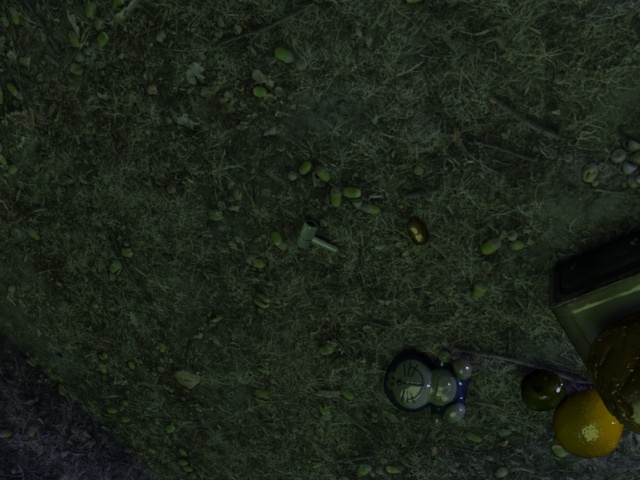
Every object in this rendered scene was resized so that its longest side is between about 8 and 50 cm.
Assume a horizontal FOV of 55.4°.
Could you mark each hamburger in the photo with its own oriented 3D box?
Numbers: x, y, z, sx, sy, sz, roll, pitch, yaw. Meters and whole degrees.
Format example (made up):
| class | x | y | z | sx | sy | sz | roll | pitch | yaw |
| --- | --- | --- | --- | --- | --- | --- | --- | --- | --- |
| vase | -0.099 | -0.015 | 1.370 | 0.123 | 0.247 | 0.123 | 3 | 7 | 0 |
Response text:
| class | x | y | z | sx | sy | sz | roll | pitch | yaw |
| --- | --- | --- | --- | --- | --- | --- | --- | --- | --- |
| hamburger | 0.731 | 0.275 | 1.300 | 0.285 | 0.265 | 0.134 | -34 | 145 | 15 |

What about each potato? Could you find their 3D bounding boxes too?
| class | x | y | z | sx | sy | sz | roll | pitch | yaw |
| --- | --- | --- | --- | --- | --- | --- | --- | --- | --- |
| potato | 0.276 | -0.024 | 1.734 | 0.051 | 0.040 | 0.083 | -27 | 98 | 7 |

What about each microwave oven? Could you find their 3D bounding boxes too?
| class | x | y | z | sx | sy | sz | roll | pitch | yaw |
| --- | --- | --- | --- | --- | --- | --- | --- | --- | --- |
| microwave oven | 0.814 | 0.148 | 1.488 | 0.394 | 0.247 | 0.333 | -28 | 101 | 30 |

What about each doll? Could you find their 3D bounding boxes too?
| class | x | y | z | sx | sy | sz | roll | pitch | yaw |
| --- | --- | --- | --- | --- | --- | --- | --- | --- | --- |
| doll | 0.327 | 0.446 | 1.892 | 0.259 | 0.154 | 0.228 | 7 | 85 | 11 |

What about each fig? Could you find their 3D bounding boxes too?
| class | x | y | z | sx | sy | sz | roll | pitch | yaw |
| --- | --- | --- | --- | --- | --- | --- | --- | --- | --- |
| fig | 0.648 | 0.457 | 1.788 | 0.123 | 0.123 | 0.156 | 5 | 126 | 19 |

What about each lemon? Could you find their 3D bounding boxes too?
| class | x | y | z | sx | sy | sz | roll | pitch | yaw |
| --- | --- | --- | --- | --- | --- | --- | --- | --- | --- |
| lemon | 0.764 | 0.517 | 1.732 | 0.187 | 0.187 | 0.244 | 44 | 121 | -4 |

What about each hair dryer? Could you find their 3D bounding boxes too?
| class | x | y | z | sx | sy | sz | roll | pitch | yaw |
| --- | --- | --- | --- | --- | --- | --- | --- | --- | --- |
| hair dryer | 0.000 | 0.000 | 1.857 | 0.137 | 0.047 | 0.082 | 26 | 121 | 1 |
